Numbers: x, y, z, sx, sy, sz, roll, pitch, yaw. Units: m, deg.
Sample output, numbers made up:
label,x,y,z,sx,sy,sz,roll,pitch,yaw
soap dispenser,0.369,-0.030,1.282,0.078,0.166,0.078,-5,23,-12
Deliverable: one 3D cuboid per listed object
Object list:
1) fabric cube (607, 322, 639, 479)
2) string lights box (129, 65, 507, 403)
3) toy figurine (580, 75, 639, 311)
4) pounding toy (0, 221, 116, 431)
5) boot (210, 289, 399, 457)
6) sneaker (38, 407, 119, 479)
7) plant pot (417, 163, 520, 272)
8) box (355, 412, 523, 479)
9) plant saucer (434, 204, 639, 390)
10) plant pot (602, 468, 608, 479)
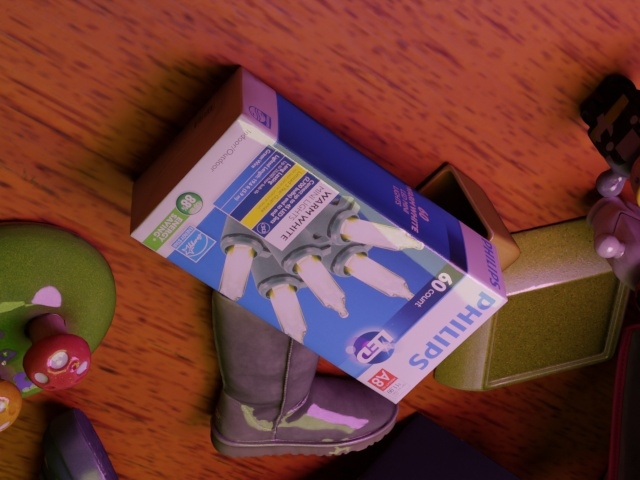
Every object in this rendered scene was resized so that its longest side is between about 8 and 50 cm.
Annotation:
label,x,y,z,sx,sy,sz,roll,pitch,yaw
fabric cube,0.416,0.206,1.513,0.258,0.254,0.259,6,176,-13
string lights box,0.000,0.000,1.321,0.259,0.077,0.133,34,116,-23
toy figurine,0.324,-0.041,1.424,0.209,0.148,0.213,-15,134,-9
pounding toy,-0.259,0.086,1.326,0.236,0.110,0.183,0,135,-26
boot,-0.009,0.095,1.499,0.189,0.076,0.208,-9,131,-20
sneaker,-0.225,0.273,1.548,0.131,0.112,0.319,-18,139,-11
plant pot,0.117,0.001,1.442,0.081,0.081,0.083,-42,145,21
box,0.086,0.401,1.694,0.312,0.179,0.343,-44,145,-21
plant saucer,0.203,0.065,1.576,0.188,0.045,0.188,-13,139,-13
plant pot,0.409,0.323,1.809,0.254,0.239,0.254,-14,140,-12
